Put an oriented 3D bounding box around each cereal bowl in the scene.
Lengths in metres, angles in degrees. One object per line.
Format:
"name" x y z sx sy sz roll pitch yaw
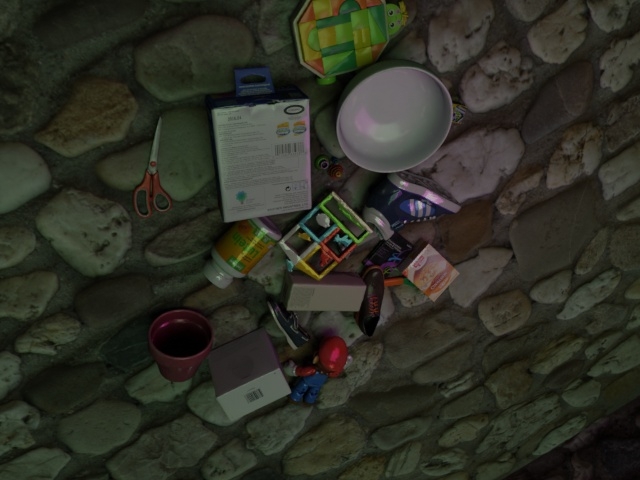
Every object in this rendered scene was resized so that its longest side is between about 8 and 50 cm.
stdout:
"cereal bowl" 0.205 -0.374 1.602 0.338 0.141 0.339 -2 132 -2

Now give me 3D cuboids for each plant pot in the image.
"plant pot" -0.453 0.353 1.776 0.201 0.201 0.180 -1 134 -20

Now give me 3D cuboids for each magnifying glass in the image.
"magnifying glass" 0.324 0.144 2.035 0.230 0.026 0.092 -7 119 -19

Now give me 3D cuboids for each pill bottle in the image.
"pill bottle" -0.247 0.028 1.688 0.246 0.136 0.136 -46 123 9

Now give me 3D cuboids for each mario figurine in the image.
"mario figurine" -0.009 0.466 2.059 0.198 0.170 0.321 -13 143 -56

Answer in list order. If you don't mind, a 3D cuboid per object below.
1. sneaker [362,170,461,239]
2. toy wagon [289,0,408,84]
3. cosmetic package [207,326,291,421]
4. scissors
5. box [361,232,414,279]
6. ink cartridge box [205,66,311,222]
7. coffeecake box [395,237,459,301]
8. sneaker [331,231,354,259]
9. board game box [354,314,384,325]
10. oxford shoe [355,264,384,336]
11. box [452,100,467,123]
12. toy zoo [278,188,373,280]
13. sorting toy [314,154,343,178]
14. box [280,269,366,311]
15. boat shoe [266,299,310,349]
"sneaker" 0.288 -0.094 1.838 0.322 0.130 0.236 17 121 -32
"toy wagon" 0.090 -0.588 1.508 0.344 0.068 0.268 -17 123 -10
"cosmetic package" -0.247 0.449 1.873 0.223 0.225 0.138 -24 126 -6
"scissors" -0.482 -0.199 1.544 0.108 0.021 0.297 -6 121 -15
"box" 0.239 0.049 1.945 0.116 0.029 0.162 33 102 -32
"ink cartridge box" -0.169 -0.272 1.540 0.269 0.151 0.396 -10 122 -16
"coffeecake box" 0.386 0.107 1.986 0.185 0.068 0.142 40 94 -24
"sneaker" 0.075 -0.002 1.849 0.058 0.052 0.135 -37 128 -13
"board game box" 0.184 0.295 2.068 0.090 0.020 0.090 -33 124 1
"oxford shoe" 0.188 0.217 1.954 0.096 0.098 0.272 -3 118 -12
"box" 0.367 -0.412 1.718 0.168 0.054 0.059 4 117 -23
"toy zoo" 0.000 0.000 1.784 0.293 0.030 0.192 -43 105 13
"sorting toy" 0.034 -0.227 1.706 0.101 0.042 0.061 25 107 -30
"box" 0.010 0.173 1.891 0.274 0.094 0.113 5 116 -23
"boat shoe" -0.108 0.285 1.910 0.079 0.095 0.255 -29 125 -1
